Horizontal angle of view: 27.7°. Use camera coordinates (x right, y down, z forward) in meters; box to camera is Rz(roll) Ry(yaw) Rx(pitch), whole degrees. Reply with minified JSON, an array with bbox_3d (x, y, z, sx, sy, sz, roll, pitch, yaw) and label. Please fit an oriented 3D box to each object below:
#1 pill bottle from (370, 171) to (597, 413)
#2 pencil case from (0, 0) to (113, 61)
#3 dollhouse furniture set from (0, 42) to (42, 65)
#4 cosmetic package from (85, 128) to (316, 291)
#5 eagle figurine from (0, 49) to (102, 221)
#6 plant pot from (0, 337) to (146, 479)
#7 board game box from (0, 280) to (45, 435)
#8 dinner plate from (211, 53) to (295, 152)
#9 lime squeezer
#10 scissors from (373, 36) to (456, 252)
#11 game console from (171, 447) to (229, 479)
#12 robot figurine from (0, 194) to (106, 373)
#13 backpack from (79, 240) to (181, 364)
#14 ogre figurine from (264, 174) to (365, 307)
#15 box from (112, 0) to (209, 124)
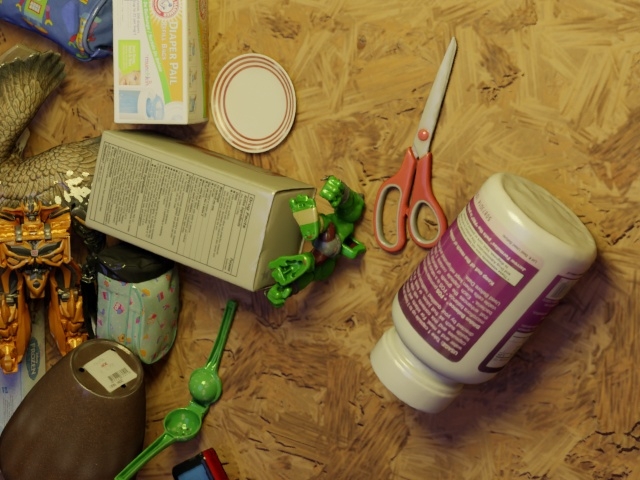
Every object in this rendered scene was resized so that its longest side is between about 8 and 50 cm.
[{"bbox_3d":[0.197,0.074,1.655,0.169,0.169,0.301,44,114,16],"label":"pill bottle"},{"bbox_3d":[-0.421,-0.365,1.948,0.306,0.119,0.133,25,103,23],"label":"pencil case"},{"bbox_3d":[-0.543,-0.336,2.018,0.123,0.144,0.151,-29,69,24],"label":"dollhouse furniture set"},{"bbox_3d":[-0.173,-0.049,1.857,0.296,0.129,0.153,22,105,24],"label":"cosmetic package"},{"bbox_3d":[-0.468,-0.126,1.973,0.298,0.226,0.225,-24,65,33],"label":"eagle figurine"},{"bbox_3d":[-0.341,0.256,1.905,0.215,0.215,0.230,43,132,16],"label":"plant pot"},{"bbox_3d":[-0.597,0.208,2.153,0.318,0.066,0.318,6,100,27],"label":"board game box"},{"bbox_3d":[-0.094,-0.196,1.857,0.141,0.017,0.141,4,98,27],"label":"dinner plate"},{"bbox_3d":[-0.199,0.232,1.933,0.059,0.110,0.310,24,77,40],"label":"lime squeezer"},{"bbox_3d":[0.126,-0.127,1.748,0.109,0.021,0.297,8,102,29],"label":"scissors"},{"bbox_3d":[-0.169,0.393,1.945,0.085,0.124,0.144,-28,84,2],"label":"game console"},{"bbox_3d":[-0.423,0.065,1.949,0.211,0.085,0.291,-5,127,-12],"label":"robot figurine"},{"bbox_3d":[-0.276,0.094,1.927,0.115,0.152,0.182,22,117,29],"label":"backpack"},{"bbox_3d":[0.000,0.000,1.778,0.097,0.118,0.197,15,103,30],"label":"ogre figurine"},{"bbox_3d":[-0.226,-0.269,1.855,0.114,0.103,0.203,1,98,12],"label":"box"}]
